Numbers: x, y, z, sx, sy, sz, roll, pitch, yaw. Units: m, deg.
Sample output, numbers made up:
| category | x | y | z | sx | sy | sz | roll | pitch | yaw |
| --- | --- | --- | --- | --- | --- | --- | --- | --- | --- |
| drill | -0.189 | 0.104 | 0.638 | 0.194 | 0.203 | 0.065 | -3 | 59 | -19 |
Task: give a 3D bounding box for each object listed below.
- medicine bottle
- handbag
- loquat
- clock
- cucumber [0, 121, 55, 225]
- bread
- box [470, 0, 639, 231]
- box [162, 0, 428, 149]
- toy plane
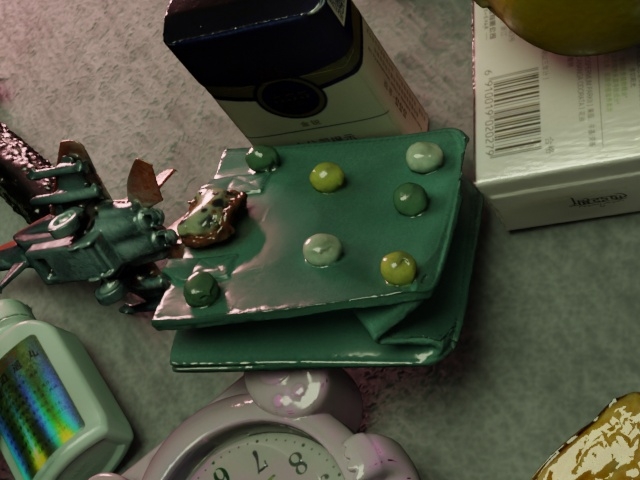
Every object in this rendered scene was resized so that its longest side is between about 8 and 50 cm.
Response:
| category | x | y | z | sx | sy | sz | roll | pitch | yaw |
| --- | --- | --- | --- | --- | --- | --- | --- | --- | --- |
| medicine bottle | -0.289 | 0.156 | 1.416 | 0.121 | 0.083 | 0.229 | -46 | 54 | 10 |
| handbag | 0.001 | -0.004 | 1.254 | 0.274 | 0.100 | 0.268 | 0 | 41 | 16 |
| loquat | 0.222 | -0.231 | 1.181 | 0.195 | 0.152 | 0.152 | 3 | 66 | 16 |
| clock | -0.041 | 0.275 | 1.208 | 0.295 | 0.113 | 0.322 | -39 | 55 | 4 |
| cucumber | -0.329 | -0.064 | 1.563 | 0.300 | 0.072 | 0.072 | 37 | 85 | 35 |
| bread | 0.247 | 0.221 | 1.064 | 0.158 | 0.149 | 0.143 | -41 | 57 | 3 |
| box | 0.247 | -0.154 | 1.280 | 0.194 | 0.111 | 0.260 | -8 | 59 | 23 |
| box | -0.016 | -0.155 | 1.326 | 0.168 | 0.259 | 0.071 | -8 | 59 | 25 |
| toy plane | -0.262 | 0.009 | 1.421 | 0.326 | 0.223 | 0.104 | -16 | 29 | 28 |
